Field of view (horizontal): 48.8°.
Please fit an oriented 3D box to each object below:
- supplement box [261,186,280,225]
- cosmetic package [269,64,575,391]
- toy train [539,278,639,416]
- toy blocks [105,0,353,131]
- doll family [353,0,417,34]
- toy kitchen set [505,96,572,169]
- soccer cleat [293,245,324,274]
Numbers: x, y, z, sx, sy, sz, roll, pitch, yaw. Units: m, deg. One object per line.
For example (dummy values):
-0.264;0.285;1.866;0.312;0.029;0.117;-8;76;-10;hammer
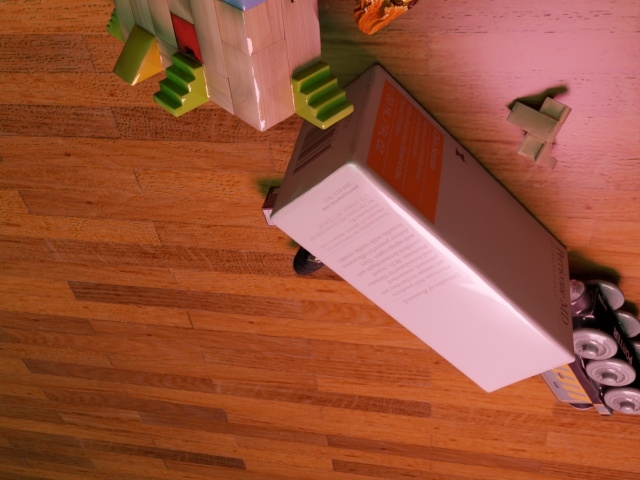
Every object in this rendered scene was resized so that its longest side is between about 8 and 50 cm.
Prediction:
-0.046;-0.056;1.149;0.083;0.055;0.043;-1;134;17;supplement box
0.165;-0.005;1.016;0.453;0.230;0.162;39;131;-24;cosmetic package
0.445;0.185;1.210;0.190;0.142;0.334;-9;134;40;toy train
-0.135;-0.303;0.782;0.381;0.191;0.260;36;148;33;toy blocks
0.030;-0.327;0.803;0.263;0.118;0.163;23;136;-8;doll family
0.302;-0.154;0.975;0.068;0.075;0.083;36;107;31;toy kitchen set
0.000;0.000;1.179;0.072;0.060;0.179;5;145;-44;soccer cleat
